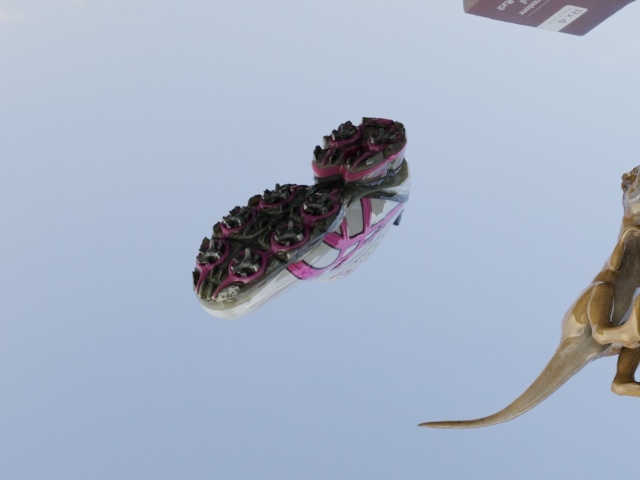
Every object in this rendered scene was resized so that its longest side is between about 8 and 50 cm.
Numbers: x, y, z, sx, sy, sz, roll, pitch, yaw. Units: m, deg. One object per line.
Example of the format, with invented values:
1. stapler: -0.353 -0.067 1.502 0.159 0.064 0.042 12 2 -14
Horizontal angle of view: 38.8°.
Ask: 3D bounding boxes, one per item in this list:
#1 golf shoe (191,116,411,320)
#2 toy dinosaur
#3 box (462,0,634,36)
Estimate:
1. golf shoe: 0.000 0.000 0.554 0.067 0.086 0.186 17 -138 37
2. toy dinosaur: 0.159 0.057 0.531 0.064 0.212 0.112 35 180 -20
3. box: 0.202 -0.387 0.746 0.143 0.191 0.382 2 -107 -24
